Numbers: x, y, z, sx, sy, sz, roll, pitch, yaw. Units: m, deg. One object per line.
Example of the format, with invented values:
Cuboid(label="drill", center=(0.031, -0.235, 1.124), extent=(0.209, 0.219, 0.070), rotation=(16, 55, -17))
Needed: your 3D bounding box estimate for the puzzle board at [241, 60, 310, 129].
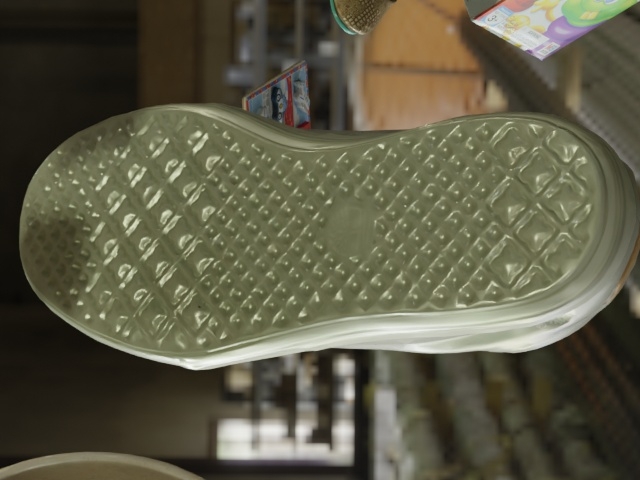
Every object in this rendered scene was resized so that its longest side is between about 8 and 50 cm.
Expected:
Cuboid(label="puzzle board", center=(-0.033, -0.080, 1.681), extent=(0.096, 0.011, 0.128), rotation=(-39, -48, -50))

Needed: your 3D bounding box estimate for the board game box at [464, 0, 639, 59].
Cuboid(label="board game box", center=(0.267, -0.313, 1.842), extent=(0.142, 0.275, 0.144), rotation=(19, -133, -52))

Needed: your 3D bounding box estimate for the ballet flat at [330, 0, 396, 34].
Cuboid(label="ballet flat", center=(0.056, -0.259, 1.760), extent=(0.073, 0.067, 0.206), rotation=(52, -151, -29))

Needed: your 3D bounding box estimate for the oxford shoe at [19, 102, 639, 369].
Cuboid(label="oxford shoe", center=(0.000, 0.000, 1.202), extent=(0.130, 0.449, 0.169), rotation=(15, -103, -56))

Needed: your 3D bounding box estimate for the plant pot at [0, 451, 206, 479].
Cuboid(label="plant pot", center=(-0.106, 0.286, 1.077), extent=(0.274, 0.256, 0.256), rotation=(73, -165, -61))
